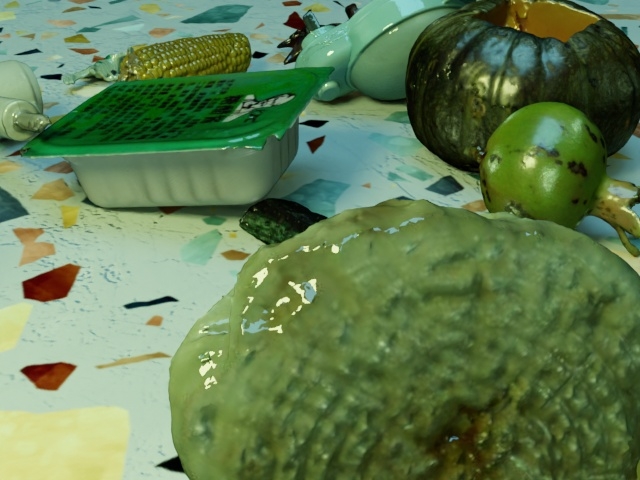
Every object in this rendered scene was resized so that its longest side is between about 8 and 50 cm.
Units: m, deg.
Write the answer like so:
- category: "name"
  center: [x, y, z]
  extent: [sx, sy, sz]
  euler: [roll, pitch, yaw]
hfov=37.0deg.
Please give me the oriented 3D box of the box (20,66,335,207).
- category: "box"
  center: [-0.164, -0.118, 1.176]
  extent: [0.336, 0.106, 0.264]
  euler: [0, 29, 19]

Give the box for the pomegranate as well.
- category: "pomegranate"
  center: [0.278, -0.061, 1.088]
  extent: [0.220, 0.156, 0.156]
  euler: [32, 29, -10]

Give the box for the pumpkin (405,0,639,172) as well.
- category: "pumpkin"
  center: [0.271, -0.208, 1.269]
  extent: [0.320, 0.192, 0.320]
  euler: [4, 35, -3]

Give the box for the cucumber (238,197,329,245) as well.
- category: "cucumber"
  center: [0.000, 0.000, 1.062]
  extent: [0.070, 0.046, 0.220]
  euler: [-13, 31, -37]

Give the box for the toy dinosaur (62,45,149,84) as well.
- category: "toy dinosaur"
  center: [-0.352, -0.287, 1.577]
  extent: [0.106, 0.044, 0.187]
  euler: [-11, 29, 12]

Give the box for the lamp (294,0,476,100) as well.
- category: "lamp"
  center: [0.099, -0.290, 1.437]
  extent: [0.283, 0.209, 0.147]
  euler: [-7, 72, 6]

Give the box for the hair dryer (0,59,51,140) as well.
- category: "hair dryer"
  center: [-0.406, -0.161, 1.227]
  extent: [0.173, 0.108, 0.357]
  euler: [-22, 24, -32]

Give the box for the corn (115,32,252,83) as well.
- category: "corn"
  center: [-0.209, -0.268, 1.485]
  extent: [0.097, 0.097, 0.261]
  euler: [24, 34, 36]

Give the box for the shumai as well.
- category: "shumai"
  center: [0.050, 0.085, 0.693]
  extent: [0.304, 0.309, 0.263]
  euler: [-38, 21, -3]

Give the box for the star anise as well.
- category: "star anise"
  center: [0.050, -0.357, 1.632]
  extent: [0.271, 0.103, 0.272]
  euler: [-1, 26, 1]
